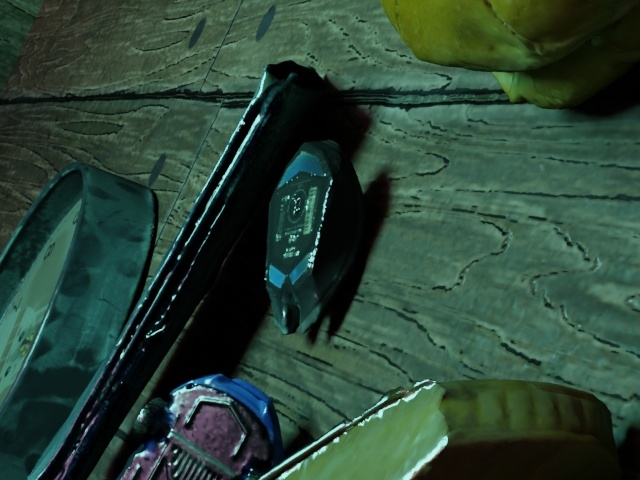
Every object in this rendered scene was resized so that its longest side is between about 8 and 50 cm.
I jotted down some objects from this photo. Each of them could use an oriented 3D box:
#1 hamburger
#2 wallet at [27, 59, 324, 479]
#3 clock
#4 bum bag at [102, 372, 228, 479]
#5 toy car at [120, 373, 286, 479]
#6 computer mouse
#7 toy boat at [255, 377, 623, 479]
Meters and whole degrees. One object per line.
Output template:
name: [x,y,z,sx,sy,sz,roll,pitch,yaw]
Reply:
hamburger: [0.128,-0.159,0.916,0.283,0.144,0.156,-32,37,54]
wallet: [-0.109,0.034,1.366,0.379,0.046,0.191,-58,1,8]
clock: [-0.284,0.103,1.784,0.386,0.076,0.386,-53,21,31]
bum bag: [-0.152,0.216,1.289,0.310,0.074,0.137,-54,12,24]
toy car: [-0.092,0.185,1.148,0.216,0.103,0.063,-60,-25,3]
computer mouse: [0.000,0.000,1.204,0.079,0.047,0.135,-17,60,58]
toy boat: [0.008,0.170,0.845,0.321,0.121,0.089,-39,27,24]
